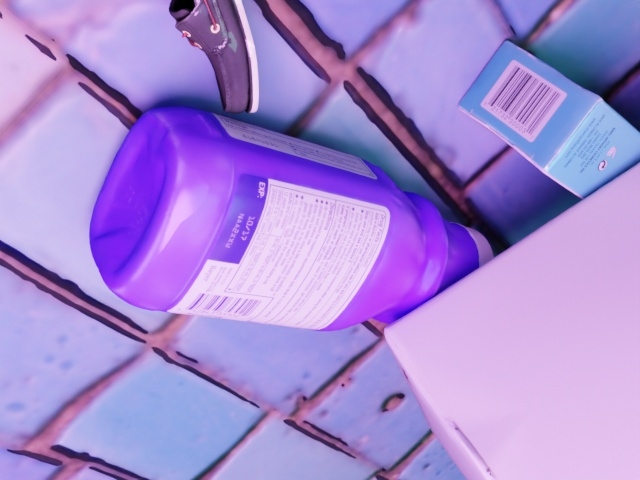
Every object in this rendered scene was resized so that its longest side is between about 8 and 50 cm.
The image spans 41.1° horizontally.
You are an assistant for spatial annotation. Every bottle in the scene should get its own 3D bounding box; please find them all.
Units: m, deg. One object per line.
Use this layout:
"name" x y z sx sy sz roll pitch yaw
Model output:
"bottle" 0.000 0.000 0.555 0.283 0.092 0.118 11 120 -39

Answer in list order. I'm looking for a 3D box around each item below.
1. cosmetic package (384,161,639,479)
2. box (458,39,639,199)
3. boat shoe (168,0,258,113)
"cosmetic package" 0.263 0.061 0.554 0.385 0.217 0.156 -33 137 -2
"box" 0.218 -0.058 0.653 0.244 0.100 0.060 22 109 -43
"boat shoe" -0.060 -0.125 0.452 0.042 0.049 0.133 -21 130 -13
